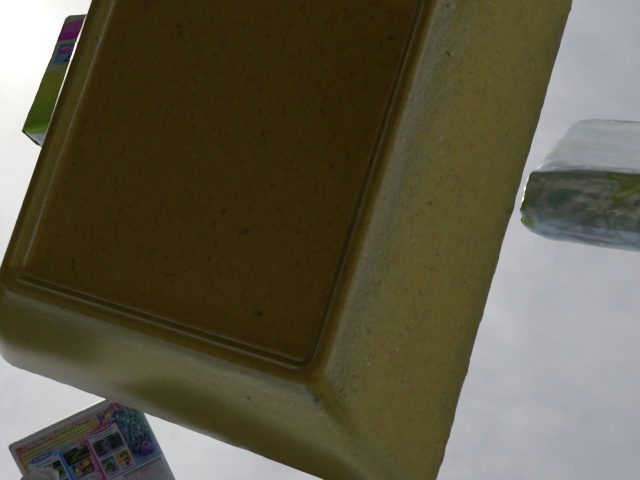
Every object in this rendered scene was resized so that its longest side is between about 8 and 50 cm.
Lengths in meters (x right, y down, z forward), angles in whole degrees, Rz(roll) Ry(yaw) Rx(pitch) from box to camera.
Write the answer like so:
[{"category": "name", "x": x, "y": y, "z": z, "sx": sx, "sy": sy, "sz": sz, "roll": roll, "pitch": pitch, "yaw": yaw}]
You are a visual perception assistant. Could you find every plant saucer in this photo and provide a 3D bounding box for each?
[{"category": "plant saucer", "x": -0.051, "y": -0.048, "z": 0.642, "sx": 0.332, "sy": 0.081, "sz": 0.333, "roll": 14, "pitch": -97, "yaw": 27}]

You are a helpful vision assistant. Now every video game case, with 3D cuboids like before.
[{"category": "video game case", "x": -0.268, "y": 0.271, "z": 1.256, "sx": 0.157, "sy": 0.143, "sz": 0.019, "roll": -25, "pitch": -169, "yaw": -10}]

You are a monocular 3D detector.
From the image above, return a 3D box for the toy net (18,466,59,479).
[{"category": "toy net", "x": -0.330, "y": 0.371, "z": 1.172, "sx": 0.122, "sy": 0.045, "sz": 0.232, "roll": 20, "pitch": -91, "yaw": 2}]

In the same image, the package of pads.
[{"category": "package of pads", "x": -0.275, "y": -0.227, "z": 1.547, "sx": 0.296, "sy": 0.101, "sz": 0.229, "roll": 0, "pitch": -118, "yaw": 25}]

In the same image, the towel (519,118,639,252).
[{"category": "towel", "x": 0.384, "y": -0.049, "z": 1.038, "sx": 0.320, "sy": 0.374, "sz": 0.090, "roll": 5, "pitch": -75, "yaw": 19}]
